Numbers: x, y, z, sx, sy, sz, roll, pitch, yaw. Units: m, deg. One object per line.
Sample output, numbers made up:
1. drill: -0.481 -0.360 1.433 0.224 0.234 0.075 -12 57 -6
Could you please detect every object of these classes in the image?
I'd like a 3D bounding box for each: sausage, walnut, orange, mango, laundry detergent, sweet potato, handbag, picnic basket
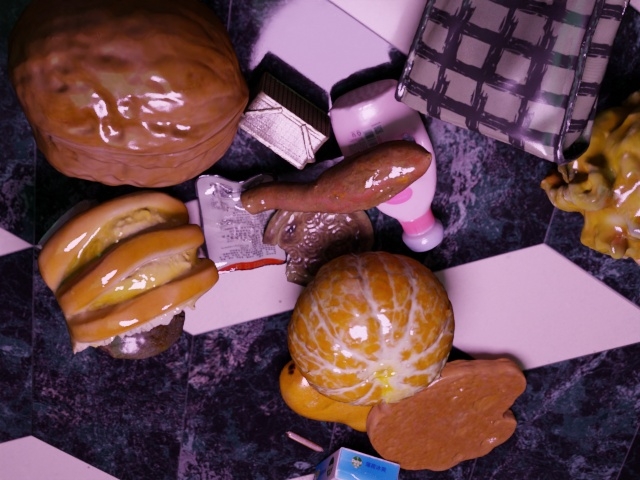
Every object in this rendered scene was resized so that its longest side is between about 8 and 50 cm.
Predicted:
1. sausage: -0.035 0.451 2.191 0.100 0.015 0.015 30 116 -15
2. walnut: -0.317 -0.259 1.621 0.398 0.307 0.354 8 153 -4
3. orange: 0.096 0.168 1.882 0.330 0.249 0.329 -5 124 -8
4. mango: 0.027 0.318 2.063 0.262 0.109 0.157 31 110 -32
5. laundry detergent: 0.142 -0.130 1.814 0.159 0.087 0.335 -18 119 17
6. sweet potato: 0.033 -0.097 1.748 0.385 0.109 0.109 -16 120 30
7. handbag: 0.315 -0.329 1.591 0.325 0.163 0.326 26 119 26
8. picnic basket: -0.065 -0.216 1.749 0.164 0.115 0.079 34 116 -17

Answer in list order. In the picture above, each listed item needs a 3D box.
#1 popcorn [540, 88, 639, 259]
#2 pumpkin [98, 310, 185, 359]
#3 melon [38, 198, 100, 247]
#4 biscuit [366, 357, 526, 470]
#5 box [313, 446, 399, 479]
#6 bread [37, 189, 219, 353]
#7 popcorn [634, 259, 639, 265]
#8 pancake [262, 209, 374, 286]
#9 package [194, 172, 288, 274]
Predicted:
1. popcorn: 0.577 -0.108 1.720 0.321 0.290 0.326 -37 142 15
2. pumpkin: -0.393 0.137 1.941 0.254 0.149 0.130 16 127 -8
3. melon: -0.441 -0.015 1.885 0.203 0.093 0.139 6 113 -11
4. biscuit: 0.273 0.372 2.086 0.351 0.057 0.312 -21 131 2
5. box: 0.074 0.526 2.149 0.139 0.073 0.194 19 152 -10
6. bread: -0.341 0.046 1.793 0.316 0.211 0.270 -23 108 -32
7. popcorn: 0.674 0.008 1.864 0.167 0.148 0.152 4 87 -21
8. pancake: 0.000 0.000 1.917 0.212 0.029 0.235 -30 123 13
9. package: -0.153 -0.039 1.898 0.166 0.040 0.231 -7 126 -1
